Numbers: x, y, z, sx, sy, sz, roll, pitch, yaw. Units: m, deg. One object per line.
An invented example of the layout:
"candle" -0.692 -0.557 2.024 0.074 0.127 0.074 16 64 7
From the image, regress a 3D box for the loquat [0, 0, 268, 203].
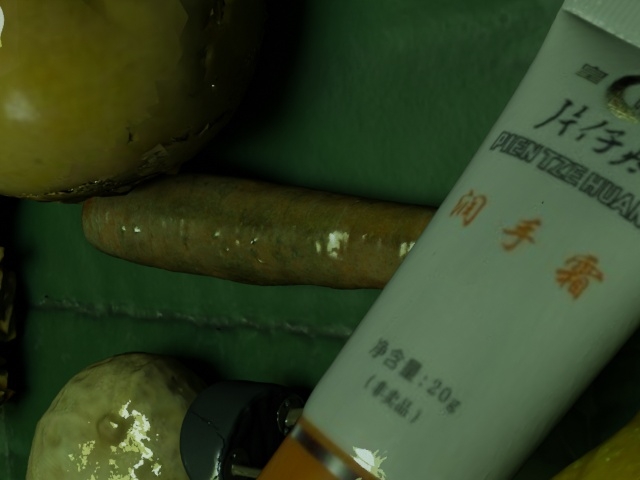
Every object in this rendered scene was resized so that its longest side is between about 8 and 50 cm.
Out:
"loquat" -0.145 -0.133 0.671 0.235 0.235 0.235 6 100 39

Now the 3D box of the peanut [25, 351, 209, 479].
"peanut" -0.124 0.145 0.766 0.141 0.109 0.159 30 119 18

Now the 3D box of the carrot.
"carrot" 0.000 -0.001 0.677 0.342 0.070 0.070 7 100 34

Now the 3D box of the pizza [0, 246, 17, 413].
"pizza" -0.322 -0.020 0.935 0.251 0.074 0.287 17 106 37

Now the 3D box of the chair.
"chair" 0.027 0.135 0.654 0.222 0.104 0.095 3 115 37

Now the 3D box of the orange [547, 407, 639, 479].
"orange" 0.165 0.151 0.468 0.237 0.158 0.179 -37 90 21

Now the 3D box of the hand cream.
"hand cream" 0.093 0.027 0.533 0.140 0.089 0.314 31 81 31
